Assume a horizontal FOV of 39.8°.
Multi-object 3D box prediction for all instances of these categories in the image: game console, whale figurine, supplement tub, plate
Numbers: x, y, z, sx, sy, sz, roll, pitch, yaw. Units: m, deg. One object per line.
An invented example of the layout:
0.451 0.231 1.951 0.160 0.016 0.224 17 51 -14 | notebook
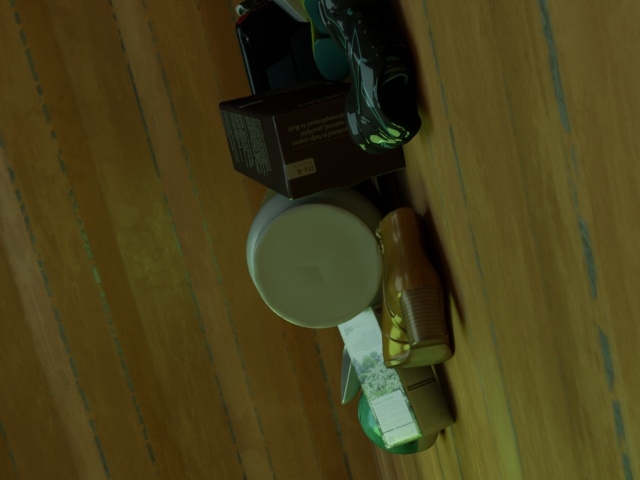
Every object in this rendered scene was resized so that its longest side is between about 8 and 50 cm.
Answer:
-0.050 -0.298 1.789 0.342 0.060 0.386 -59 -41 -60 | game console
0.135 0.275 1.661 0.216 0.141 0.272 -111 11 -63 | whale figurine
0.000 0.000 1.524 0.331 0.241 0.241 -85 -18 -76 | supplement tub
0.091 0.157 1.777 0.277 0.045 0.278 -84 7 -76 | plate

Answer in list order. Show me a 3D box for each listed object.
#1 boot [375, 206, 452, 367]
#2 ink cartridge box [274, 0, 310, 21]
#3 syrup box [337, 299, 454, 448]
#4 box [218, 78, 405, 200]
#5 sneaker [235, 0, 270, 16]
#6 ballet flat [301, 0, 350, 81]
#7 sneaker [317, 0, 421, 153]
0.137 0.077 1.350 0.295 0.104 0.211 90 172 -71 | boot
-0.059 -0.471 1.569 0.154 0.093 0.212 43 -173 -15 | ink cartridge box
0.128 0.225 1.519 0.093 0.096 0.236 -32 73 41 | syrup box
-0.030 -0.178 1.467 0.381 0.191 0.143 -147 43 -67 | box
-0.112 -0.445 1.811 0.077 0.072 0.178 60 -170 12 | sneaker
0.019 -0.362 1.478 0.231 0.077 0.077 68 -153 -61 | ballet flat
0.074 -0.246 1.122 0.106 0.101 0.267 2 109 64 | sneaker
